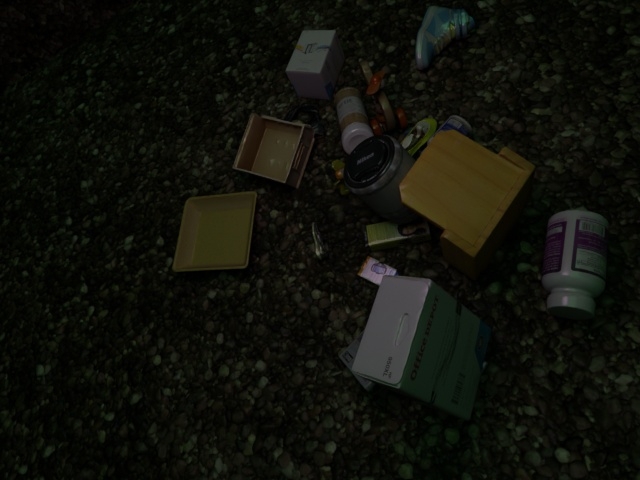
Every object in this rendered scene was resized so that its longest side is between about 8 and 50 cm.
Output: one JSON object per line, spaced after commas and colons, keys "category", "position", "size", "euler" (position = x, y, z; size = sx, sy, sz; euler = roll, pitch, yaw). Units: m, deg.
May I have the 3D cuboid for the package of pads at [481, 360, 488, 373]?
{"category": "package of pads", "position": [0.471, 0.395, 1.424], "size": [0.050, 0.032, 0.083], "euler": [32, 80, 29]}

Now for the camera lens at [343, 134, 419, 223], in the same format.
{"category": "camera lens", "position": [0.227, -0.204, 1.560], "size": [0.219, 0.274, 0.220], "euler": [-24, 51, 32]}

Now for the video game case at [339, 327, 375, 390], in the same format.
{"category": "video game case", "position": [0.169, 0.353, 1.481], "size": [0.193, 0.023, 0.212], "euler": [-46, 23, -5]}

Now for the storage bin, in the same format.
{"category": "storage bin", "position": [-0.185, -0.373, 1.905], "size": [0.262, 0.123, 0.261], "euler": [18, 89, 25]}

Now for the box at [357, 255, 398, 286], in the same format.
{"category": "box", "position": [0.208, 0.119, 1.640], "size": [0.136, 0.028, 0.081], "euler": [27, 77, 24]}

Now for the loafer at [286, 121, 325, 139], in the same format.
{"category": "loafer", "position": [-0.063, -0.444, 1.966], "size": [0.169, 0.062, 0.061], "euler": [-19, 67, 11]}

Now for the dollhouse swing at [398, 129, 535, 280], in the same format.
{"category": "dollhouse swing", "position": [0.456, -0.122, 1.500], "size": [0.304, 0.315, 0.347], "euler": [31, 79, 28]}

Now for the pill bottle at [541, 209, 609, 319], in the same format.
{"category": "pill bottle", "position": [0.761, 0.075, 1.393], "size": [0.169, 0.169, 0.302], "euler": [9, 70, 22]}

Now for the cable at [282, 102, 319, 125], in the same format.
{"category": "cable", "position": [-0.095, -0.531, 2.022], "size": [0.184, 0.047, 0.151], "euler": [-18, 62, 11]}

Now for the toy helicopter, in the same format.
{"category": "toy helicopter", "position": [0.216, -0.592, 1.838], "size": [0.140, 0.235, 0.355], "euler": [-22, 61, 8]}

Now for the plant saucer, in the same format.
{"category": "plant saucer", "position": [-0.411, -0.024, 1.883], "size": [0.332, 0.081, 0.333], "euler": [-4, 67, 17]}

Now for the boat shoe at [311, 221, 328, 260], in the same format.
{"category": "boat shoe", "position": [0.000, 0.000, 1.752], "size": [0.049, 0.056, 0.153], "euler": [-13, 73, 7]}

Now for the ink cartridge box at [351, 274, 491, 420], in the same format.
{"category": "ink cartridge box", "position": [0.298, 0.303, 1.302], "size": [0.166, 0.394, 0.286], "euler": [3, 65, 45]}

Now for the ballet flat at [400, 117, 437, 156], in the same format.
{"category": "ballet flat", "position": [0.362, -0.391, 1.753], "size": [0.077, 0.077, 0.231], "euler": [36, 80, 29]}

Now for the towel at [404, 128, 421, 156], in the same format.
{"category": "towel", "position": [0.361, -0.382, 1.812], "size": [0.066, 0.029, 0.120], "euler": [-3, 66, 18]}

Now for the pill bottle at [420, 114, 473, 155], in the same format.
{"category": "pill bottle", "position": [0.463, -0.361, 1.721], "size": [0.187, 0.112, 0.112], "euler": [-46, 61, -5]}

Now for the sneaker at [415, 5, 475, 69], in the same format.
{"category": "sneaker", "position": [0.516, -0.840, 1.912], "size": [0.208, 0.127, 0.319], "euler": [11, 71, 24]}

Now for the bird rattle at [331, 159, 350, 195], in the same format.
{"category": "bird rattle", "position": [0.160, -0.253, 1.734], "size": [0.253, 0.207, 0.143], "euler": [-8, 92, 21]}

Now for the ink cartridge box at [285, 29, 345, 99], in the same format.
{"category": "ink cartridge box", "position": [-0.018, -0.771, 2.033], "size": [0.168, 0.171, 0.233], "euler": [11, 70, 23]}

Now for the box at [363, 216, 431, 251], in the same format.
{"category": "box", "position": [0.273, -0.027, 1.666], "size": [0.232, 0.058, 0.088], "euler": [-13, 63, 13]}

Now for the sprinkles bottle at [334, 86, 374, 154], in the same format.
{"category": "sprinkles bottle", "position": [0.128, -0.471, 1.815], "size": [0.121, 0.121, 0.356], "euler": [-17, 42, 11]}
